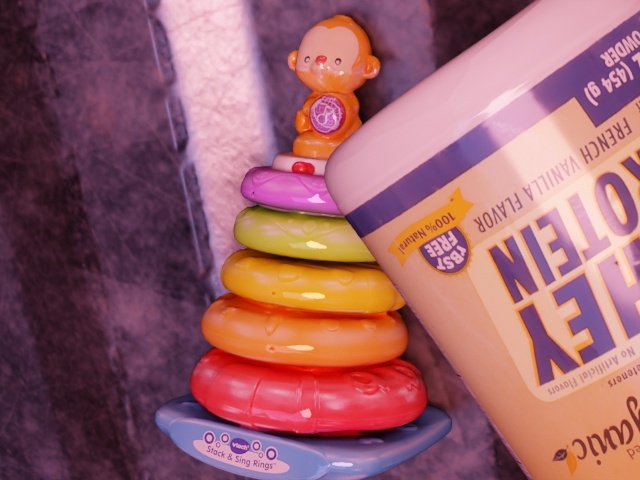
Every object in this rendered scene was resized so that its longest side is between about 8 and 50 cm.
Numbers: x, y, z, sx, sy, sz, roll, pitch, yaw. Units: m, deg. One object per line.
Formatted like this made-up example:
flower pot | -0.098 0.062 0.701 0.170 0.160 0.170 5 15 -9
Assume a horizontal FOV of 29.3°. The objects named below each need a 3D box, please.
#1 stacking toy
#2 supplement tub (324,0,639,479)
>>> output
stacking toy | 0.000 0.000 0.823 0.175 0.166 0.301 9 98 28
supplement tub | 0.176 0.023 0.677 0.228 0.228 0.316 -35 91 32
